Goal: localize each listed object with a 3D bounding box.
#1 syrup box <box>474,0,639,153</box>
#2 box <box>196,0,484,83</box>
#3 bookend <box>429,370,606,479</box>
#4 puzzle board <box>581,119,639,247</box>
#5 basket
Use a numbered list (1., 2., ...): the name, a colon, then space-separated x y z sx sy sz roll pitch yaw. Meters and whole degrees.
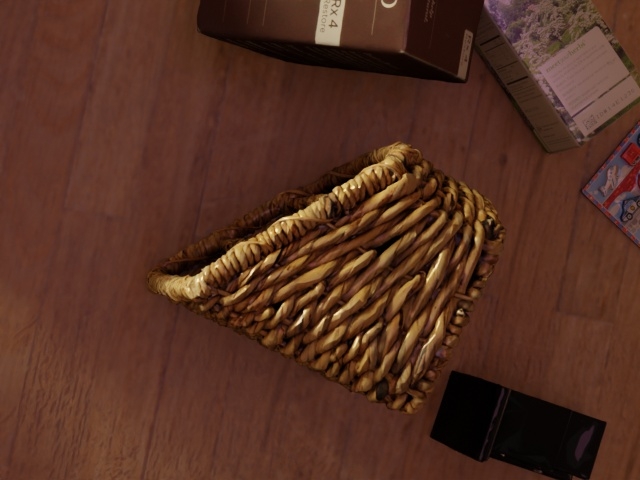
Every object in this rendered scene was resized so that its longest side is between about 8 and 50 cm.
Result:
1. syrup box: 0.205 -0.208 1.352 0.093 0.096 0.237 -37 95 -8
2. box: 0.026 -0.242 1.236 0.203 0.167 0.168 9 91 26
3. bookend: 0.205 0.187 1.323 0.157 0.156 0.072 19 86 -12
4. puzzle board: 0.340 -0.066 1.423 0.096 0.011 0.128 42 83 -8
5. basket: 0.000 0.000 1.207 0.223 0.299 0.213 28 85 -10
